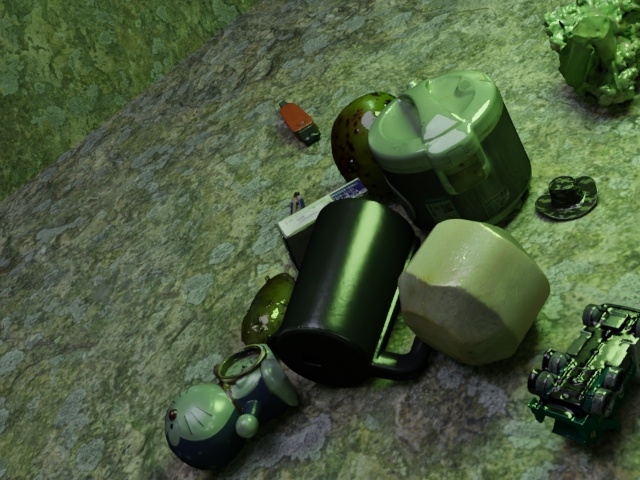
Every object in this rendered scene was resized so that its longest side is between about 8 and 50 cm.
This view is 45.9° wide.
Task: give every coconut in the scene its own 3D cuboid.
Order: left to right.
[{"bbox_3d":[0.252,0.076,1.224,0.241,0.241,0.241,-23,34,17],"label":"coconut"}]

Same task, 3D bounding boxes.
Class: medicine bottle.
[{"bbox_3d":[0.017,-0.023,1.588,0.201,0.171,0.052,-31,59,-6],"label":"medicine bottle"}]

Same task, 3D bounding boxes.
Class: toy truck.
[{"bbox_3d":[0.386,0.191,1.051,0.110,0.116,0.216,12,46,47],"label":"toy truck"}]

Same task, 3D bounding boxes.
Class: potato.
[{"bbox_3d":[-0.097,0.142,1.553,0.117,0.090,0.225,-24,26,26],"label":"potato"}]

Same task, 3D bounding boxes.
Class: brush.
[{"bbox_3d":[-0.073,-0.356,2.217,0.070,0.051,0.323,-37,32,0],"label":"brush"}]

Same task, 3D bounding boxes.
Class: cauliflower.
[{"bbox_3d":[0.560,-0.402,1.521,0.239,0.315,0.256,-2,88,31],"label":"cauliflower"}]

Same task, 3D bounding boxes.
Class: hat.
[{"bbox_3d":[0.454,-0.090,1.411,0.121,0.050,0.121,-26,33,18],"label":"hat"}]

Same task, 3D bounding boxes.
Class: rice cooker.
[{"bbox_3d":[0.252,-0.173,1.487,0.288,0.277,0.288,-23,36,18],"label":"rice cooker"}]

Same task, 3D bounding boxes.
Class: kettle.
[{"bbox_3d":[0.074,0.111,1.397,0.203,0.262,0.308,-51,14,50],"label":"kettle"}]

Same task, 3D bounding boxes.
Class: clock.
[{"bbox_3d":[-0.163,0.303,1.352,0.243,0.146,0.199,-34,27,-9],"label":"clock"}]

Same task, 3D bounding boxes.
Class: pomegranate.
[{"bbox_3d":[0.137,-0.243,1.721,0.231,0.231,0.285,-13,38,29],"label":"pomegranate"}]

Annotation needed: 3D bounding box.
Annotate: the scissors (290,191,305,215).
[{"bbox_3d":[-0.058,-0.092,1.895,0.039,0.012,0.113,-26,33,12],"label":"scissors"}]
